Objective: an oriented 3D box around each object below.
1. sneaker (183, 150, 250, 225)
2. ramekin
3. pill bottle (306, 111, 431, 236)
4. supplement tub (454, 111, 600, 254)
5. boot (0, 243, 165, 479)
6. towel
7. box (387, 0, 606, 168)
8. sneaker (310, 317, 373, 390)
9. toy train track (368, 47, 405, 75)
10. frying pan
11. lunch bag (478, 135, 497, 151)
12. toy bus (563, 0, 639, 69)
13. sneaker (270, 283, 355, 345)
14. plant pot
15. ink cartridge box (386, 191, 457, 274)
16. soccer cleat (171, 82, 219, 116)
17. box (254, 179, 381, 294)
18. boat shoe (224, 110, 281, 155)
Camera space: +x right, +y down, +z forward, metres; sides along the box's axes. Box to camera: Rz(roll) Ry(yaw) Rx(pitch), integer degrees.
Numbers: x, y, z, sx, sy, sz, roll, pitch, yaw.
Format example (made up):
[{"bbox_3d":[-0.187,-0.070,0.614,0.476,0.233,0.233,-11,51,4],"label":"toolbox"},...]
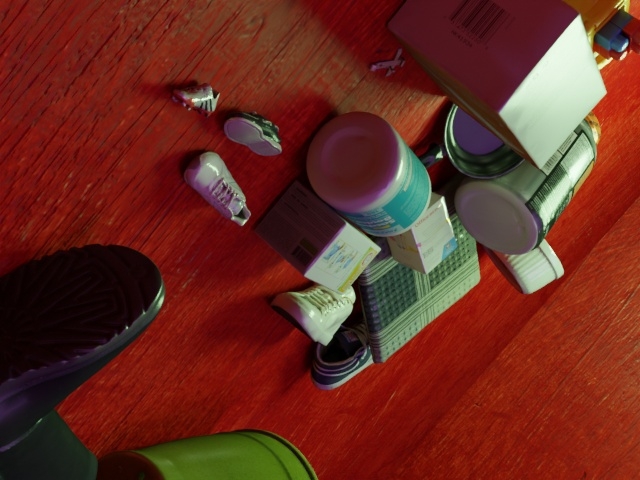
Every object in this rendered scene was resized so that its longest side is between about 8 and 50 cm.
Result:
[{"bbox_3d":[-0.127,-0.066,1.217,0.053,0.061,0.152,-45,156,-2],"label":"sneaker"},{"bbox_3d":[0.485,0.034,2.295,0.109,0.207,0.207,-37,157,0],"label":"ramekin"},{"bbox_3d":[0.086,-0.090,1.444,0.146,0.146,0.264,-49,157,4],"label":"pill bottle"},{"bbox_3d":[0.417,-0.138,1.859,0.316,0.193,0.194,-48,161,-31],"label":"supplement tub"},{"bbox_3d":[-0.341,0.229,1.194,0.367,0.146,0.445,-28,148,-18],"label":"boot"},{"bbox_3d":[0.198,0.051,1.910,0.324,0.056,0.312,-35,133,-26],"label":"towel"},{"bbox_3d":[0.274,-0.267,1.406,0.168,0.215,0.345,-51,157,8],"label":"box"},{"bbox_3d":[0.095,0.198,1.991,0.282,0.099,0.153,-37,157,-16],"label":"sneaker"},{"bbox_3d":[0.101,-0.255,1.375,0.083,0.014,0.048,-20,145,-47],"label":"toy train track"},{"bbox_3d":[0.259,-0.161,1.683,0.326,0.053,0.197,-45,122,6],"label":"frying pan"},{"bbox_3d":[0.307,-0.203,1.757,0.098,0.067,0.065,-48,157,3],"label":"lunch bag"},{"bbox_3d":[0.447,-0.358,1.572,0.149,0.211,0.220,-47,159,-5],"label":"toy bus"},{"bbox_3d":[-0.006,0.109,1.679,0.123,0.106,0.290,-51,168,-2],"label":"sneaker"},{"bbox_3d":[-0.235,0.496,1.626,0.366,0.366,0.353,-52,146,9],"label":"plant pot"},{"bbox_3d":[0.178,-0.029,1.736,0.092,0.090,0.143,-38,129,-24],"label":"ink cartridge box"},{"bbox_3d":[-0.142,-0.166,1.074,0.036,0.029,0.083,-60,159,7],"label":"soccer cleat"},{"bbox_3d":[0.000,0.000,1.478,0.103,0.114,0.203,-50,158,3],"label":"box"},{"bbox_3d":[-0.085,-0.143,1.196,0.046,0.038,0.125,-11,164,24],"label":"boat shoe"}]
